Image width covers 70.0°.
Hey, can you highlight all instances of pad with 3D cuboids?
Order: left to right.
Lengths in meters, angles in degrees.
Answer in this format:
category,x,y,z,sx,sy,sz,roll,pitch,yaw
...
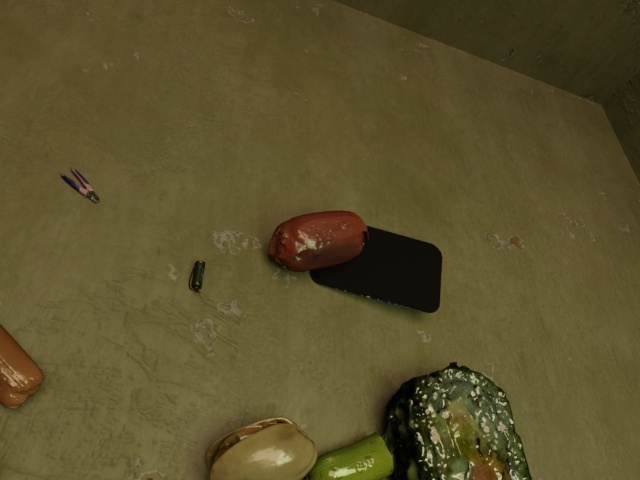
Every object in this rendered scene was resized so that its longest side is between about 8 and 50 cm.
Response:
category,x,y,z,sx,sy,sz,roll,pitch,yaw
pad,0.168,0.053,1.347,0.376,0.063,0.314,16,54,-1

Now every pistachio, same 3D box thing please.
category,x,y,z,sx,sy,sz,roll,pitch,yaw
pistachio,-0.112,0.429,0.905,0.216,0.144,0.143,-7,62,-17

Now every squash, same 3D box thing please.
category,x,y,z,sx,sy,sz,roll,pitch,yaw
squash,0.058,0.487,0.974,0.188,0.095,0.095,-10,64,-25

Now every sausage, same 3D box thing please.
category,x,y,z,sx,sy,sz,roll,pitch,yaw
sausage,-0.632,0.188,0.848,0.289,0.086,0.086,42,52,7
sausage,0.000,0.000,1.217,0.280,0.152,0.151,-10,64,-27

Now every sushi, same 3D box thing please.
category,x,y,z,sx,sy,sz,roll,pitch,yaw
sushi,0.296,0.467,1.032,0.295,0.178,0.351,7,57,-22

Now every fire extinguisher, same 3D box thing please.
category,x,y,z,sx,sy,sz,roll,pitch,yaw
fire extinguisher,-0.299,0.090,1.106,0.038,0.025,0.083,-10,56,13

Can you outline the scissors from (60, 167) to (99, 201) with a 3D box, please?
category,x,y,z,sx,sy,sz,roll,pitch,yaw
scissors,-0.587,-0.134,1.125,0.113,0.012,0.039,43,52,6
